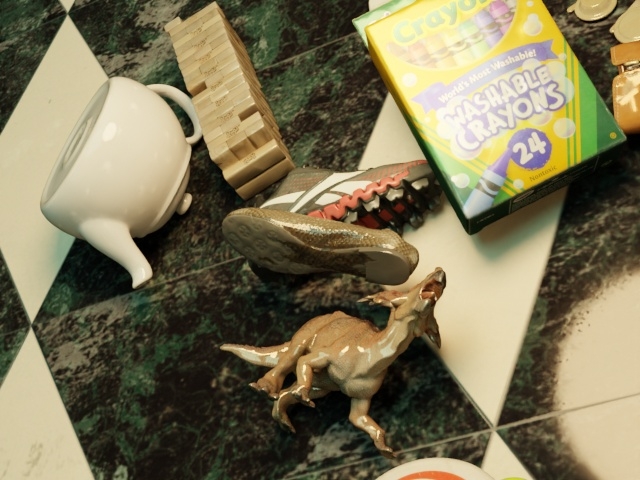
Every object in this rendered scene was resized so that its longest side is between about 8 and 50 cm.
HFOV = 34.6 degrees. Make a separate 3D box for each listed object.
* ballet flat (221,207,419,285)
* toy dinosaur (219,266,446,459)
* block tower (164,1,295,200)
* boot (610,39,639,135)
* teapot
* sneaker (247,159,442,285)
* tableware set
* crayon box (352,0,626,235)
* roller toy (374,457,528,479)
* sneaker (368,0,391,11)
[{"bbox_3d":[0.000,0.000,1.234,0.249,0.084,0.058,9,44,22],"label":"ballet flat"},{"bbox_3d":[0.029,0.123,1.193,0.295,0.127,0.200,1,53,44],"label":"toy dinosaur"},{"bbox_3d":[-0.138,-0.219,1.525,0.097,0.091,0.335,-31,50,8],"label":"block tower"},{"bbox_3d":[0.436,-0.153,1.138,0.220,0.109,0.283,-11,53,22],"label":"boot"},{"bbox_3d":[-0.266,-0.099,1.468,0.256,0.187,0.252,-60,22,6],"label":"teapot"},{"bbox_3d":[0.025,-0.053,1.317,0.276,0.097,0.135,-24,53,16],"label":"sneaker"},{"bbox_3d":[0.409,-0.316,1.321,0.141,0.020,0.169,-38,48,0],"label":"tableware set"},{"bbox_3d":[0.191,-0.196,1.230,0.203,0.083,0.323,-27,73,1],"label":"crayon box"},{"bbox_3d":[0.117,0.322,0.988,0.209,0.146,0.191,-1,50,34],"label":"roller toy"},{"bbox_3d":[0.154,-0.326,1.427,0.169,0.108,0.293,-25,43,17],"label":"sneaker"}]
